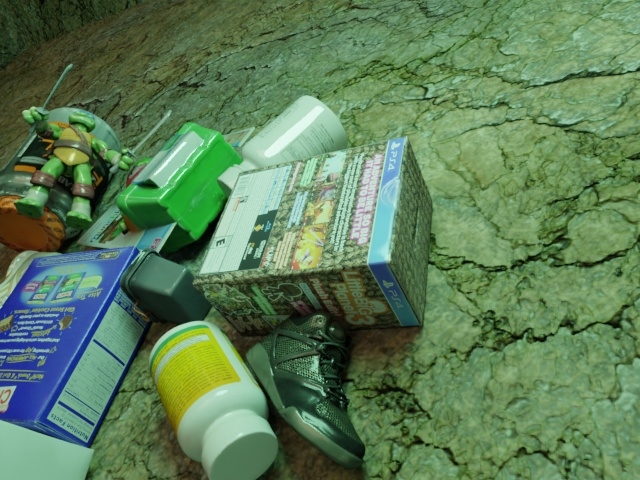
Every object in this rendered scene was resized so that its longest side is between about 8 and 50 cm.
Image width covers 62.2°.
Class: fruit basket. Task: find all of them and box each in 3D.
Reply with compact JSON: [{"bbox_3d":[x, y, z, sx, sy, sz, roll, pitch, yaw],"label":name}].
[{"bbox_3d":[-0.329,-0.114,1.082,0.353,0.165,0.327,9,56,41],"label":"fruit basket"}]

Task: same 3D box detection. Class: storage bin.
[{"bbox_3d":[-0.244,0.089,0.860,0.091,0.135,0.098,12,57,28],"label":"storage bin"}]

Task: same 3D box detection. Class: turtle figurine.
[{"bbox_3d":[-0.483,-0.176,1.047,0.275,0.198,0.266,-7,64,27],"label":"turtle figurine"}]

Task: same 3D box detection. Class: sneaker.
[{"bbox_3d":[0.002,0.165,0.655,0.130,0.087,0.227,-47,37,-1],"label":"sneaker"},{"bbox_3d":[-0.600,0.118,1.073,0.121,0.099,0.262,-8,47,19],"label":"sneaker"}]

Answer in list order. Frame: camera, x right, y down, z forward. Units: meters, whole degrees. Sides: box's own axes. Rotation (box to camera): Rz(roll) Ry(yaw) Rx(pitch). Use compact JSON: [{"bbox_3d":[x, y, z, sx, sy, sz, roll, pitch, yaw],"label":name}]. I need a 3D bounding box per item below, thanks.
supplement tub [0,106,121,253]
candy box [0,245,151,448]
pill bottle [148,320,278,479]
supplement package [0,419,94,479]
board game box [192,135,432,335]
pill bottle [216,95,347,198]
[{"bbox_3d":[-0.625,-0.140,1.253,0.207,0.207,0.338,-12,46,22],"label":"supplement tub"},{"bbox_3d":[-0.444,0.174,0.899,0.268,0.122,0.317,-6,47,27],"label":"candy box"},{"bbox_3d":[-0.138,0.206,0.683,0.117,0.117,0.208,-39,42,-8],"label":"pill bottle"},{"bbox_3d":[-0.494,0.344,0.708,0.293,0.175,0.177,-8,55,26],"label":"supplement package"},{"bbox_3d":[0.000,0.000,0.781,0.291,0.141,0.232,-7,47,26],"label":"board game box"},{"bbox_3d":[-0.071,-0.147,0.977,0.229,0.131,0.131,-44,42,-14],"label":"pill bottle"}]
